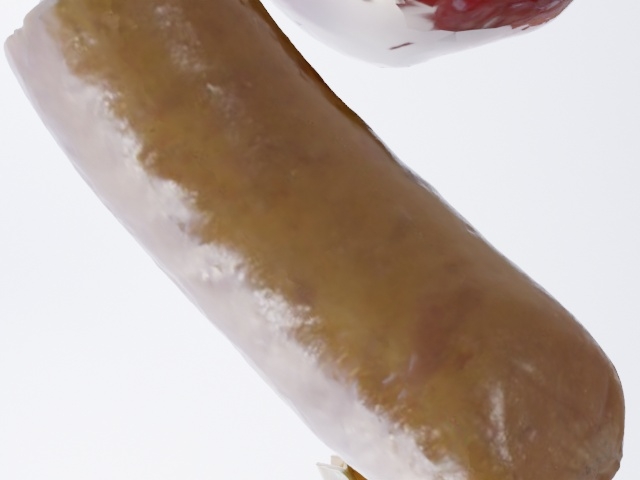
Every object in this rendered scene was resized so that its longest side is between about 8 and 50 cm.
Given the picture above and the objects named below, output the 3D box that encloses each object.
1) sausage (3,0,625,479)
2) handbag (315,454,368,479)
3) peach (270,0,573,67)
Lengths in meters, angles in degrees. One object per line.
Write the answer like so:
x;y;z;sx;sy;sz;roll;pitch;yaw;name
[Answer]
-0.001;0.002;0.529;0.270;0.109;0.109;46;-139;3;sausage
0.031;0.191;1.011;0.027;0.061;0.083;-28;-85;-21;handbag
0.052;-0.211;0.718;0.243;0.199;0.243;-12;-71;-40;peach
